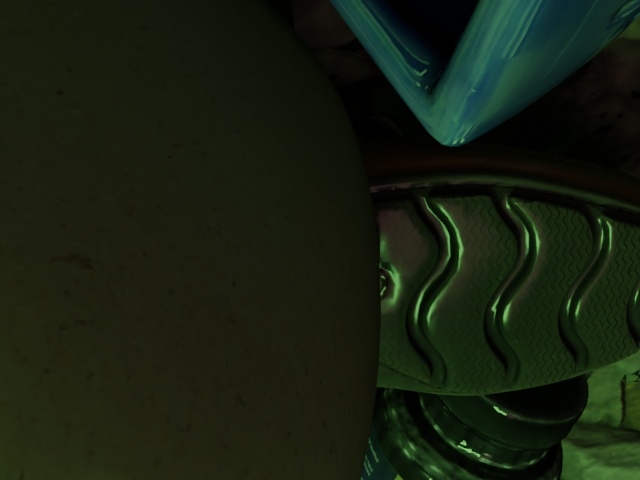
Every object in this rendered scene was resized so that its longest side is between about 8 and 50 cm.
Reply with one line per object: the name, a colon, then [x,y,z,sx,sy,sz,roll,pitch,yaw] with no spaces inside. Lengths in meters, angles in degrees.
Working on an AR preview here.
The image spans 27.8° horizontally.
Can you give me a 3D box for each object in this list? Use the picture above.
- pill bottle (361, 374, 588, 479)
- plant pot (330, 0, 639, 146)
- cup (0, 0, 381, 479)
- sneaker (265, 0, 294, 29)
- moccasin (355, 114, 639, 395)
pill bottle: [0.074,0.149,0.807,0.123,0.122,0.219,12,128,-18]
plant pot: [0.072,-0.202,0.353,0.212,0.236,0.236,-31,166,-12]
cup: [-0.117,0.075,0.459,0.331,0.237,0.331,-6,125,-9]
sneaker: [-0.093,-0.138,0.546,0.101,0.106,0.267,-28,130,13]
moccasin: [0.000,0.003,0.672,0.380,0.147,0.139,-4,117,0]
